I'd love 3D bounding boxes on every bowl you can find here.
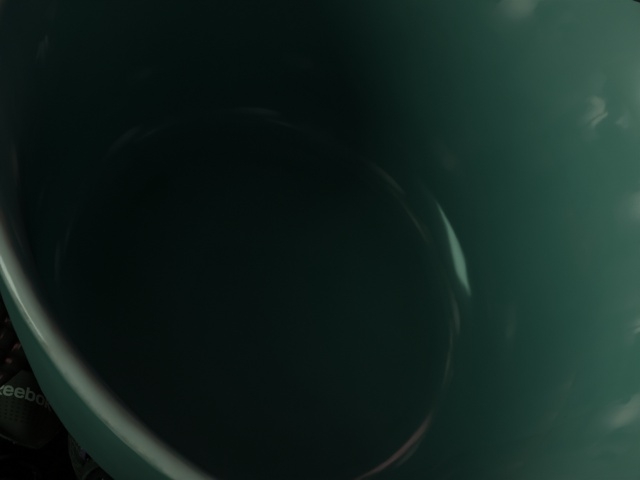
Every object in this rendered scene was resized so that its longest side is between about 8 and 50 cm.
[{"bbox_3d":[0.000,0.000,0.662,0.163,0.311,0.311,130,143,-56],"label":"bowl"}]

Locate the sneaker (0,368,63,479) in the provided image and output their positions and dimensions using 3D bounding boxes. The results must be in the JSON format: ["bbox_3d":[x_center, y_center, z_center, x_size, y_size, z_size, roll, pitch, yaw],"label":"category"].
[{"bbox_3d":[-0.193,0.131,0.966,0.106,0.078,0.234,-58,30,12],"label":"sneaker"}]

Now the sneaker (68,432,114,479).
[{"bbox_3d":[-0.089,0.114,0.819,0.283,0.124,0.107,-54,40,20],"label":"sneaker"}]

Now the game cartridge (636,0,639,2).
[{"bbox_3d":[0.232,-0.185,0.583,0.297,0.062,0.198,-8,70,38],"label":"game cartridge"}]

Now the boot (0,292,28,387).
[{"bbox_3d":[-0.241,0.042,0.989,0.223,0.118,0.338,-41,12,33],"label":"boot"}]
